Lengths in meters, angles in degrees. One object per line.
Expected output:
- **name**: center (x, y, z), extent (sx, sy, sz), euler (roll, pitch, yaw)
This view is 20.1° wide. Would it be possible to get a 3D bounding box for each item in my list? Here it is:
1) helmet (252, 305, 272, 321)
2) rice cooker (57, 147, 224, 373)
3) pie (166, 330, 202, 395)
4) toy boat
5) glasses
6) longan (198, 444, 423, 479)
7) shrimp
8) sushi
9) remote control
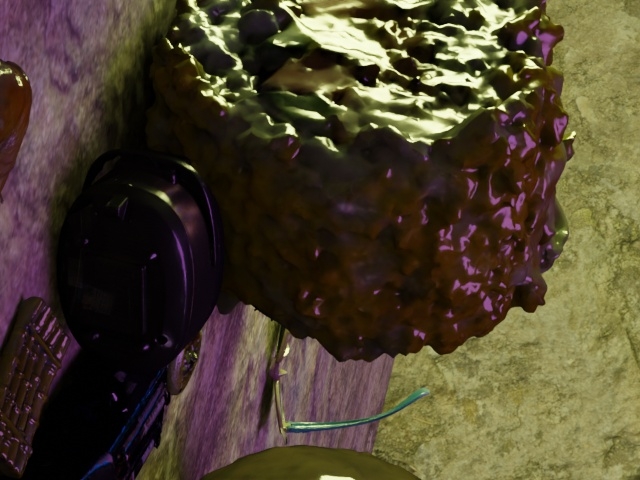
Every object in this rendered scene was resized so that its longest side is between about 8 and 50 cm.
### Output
- **helmet**: center (0.000, 0.000, 1.935), extent (0.216, 0.193, 0.189), euler (-38, -176, 20)
- **rice cooker**: center (-0.132, 0.016, 1.330), extent (0.106, 0.112, 0.165), euler (-55, 151, -54)
- **pie**: center (-0.130, 0.110, 1.725), extent (0.084, 0.021, 0.084), euler (10, 90, -80)
- **toy boat**: center (-0.204, 0.101, 1.245), extent (0.063, 0.016, 0.115), euler (66, 32, -52)
- **glasses**: center (0.033, 0.146, 2.271), extent (0.088, 0.221, 0.189), euler (43, -46, 53)
- **longan**: center (-0.002, 0.388, 1.750), extent (0.391, 0.391, 0.391), euler (11, 90, -81)
- **shrimp**: center (-0.207, -0.049, 1.013), extent (0.217, 0.051, 0.115), euler (-15, 117, -82)
- **sushi**: center (0.042, -0.086, 1.490), extent (0.396, 0.351, 0.240), euler (-73, 171, -55)
- **remote control**: center (-0.190, 0.197, 1.340), extent (0.399, 0.062, 0.144), euler (-62, 161, -61)
